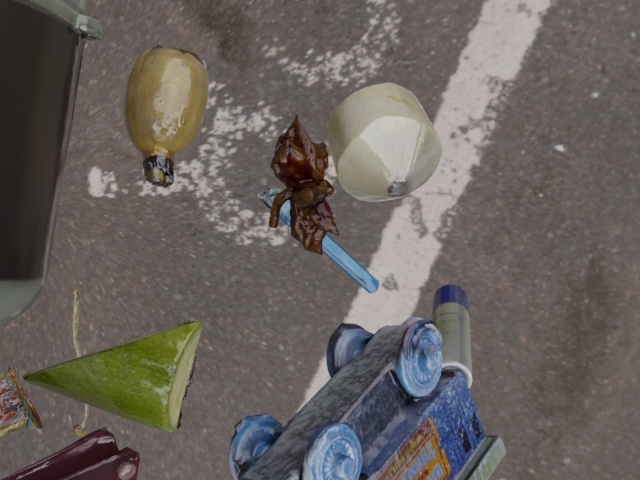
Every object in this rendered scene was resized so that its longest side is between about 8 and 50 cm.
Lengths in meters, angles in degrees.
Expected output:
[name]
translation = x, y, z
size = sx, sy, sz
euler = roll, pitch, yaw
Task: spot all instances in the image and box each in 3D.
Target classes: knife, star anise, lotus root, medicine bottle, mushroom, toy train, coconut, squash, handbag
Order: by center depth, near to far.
[toy train]
translation = 0.044, 0.206, 0.784
size = 0.300, 0.131, 0.201
euler = -37, 112, -43
[handbag]
translation = -0.343, 0.386, 1.125
size = 0.203, 0.074, 0.216
euler = -17, 123, -49
[squash]
translation = -0.308, 0.161, 1.168
size = 0.252, 0.093, 0.169
euler = 16, 94, 12
[medicine bottle]
translation = 0.193, 0.141, 1.229
size = 0.059, 0.231, 0.059
euler = 4, 115, 8
[star anise]
translation = -0.026, -0.091, 1.329
size = 0.111, 0.196, 0.212
euler = 1, 79, -5
[mushroom]
translation = -0.437, 0.225, 1.508
size = 0.026, 0.028, 0.286
euler = 6, 103, 9
[coconut]
translation = 0.117, -0.170, 1.526
size = 0.202, 0.202, 0.221
euler = -1, 49, -20
[knife]
translation = -0.001, 0.001, 1.567
size = 0.296, 0.026, 0.044
euler = 43, 59, -11
[lotus root]
translation = -0.328, -0.260, 1.739
size = 0.183, 0.183, 0.309
euler = 10, 79, -20

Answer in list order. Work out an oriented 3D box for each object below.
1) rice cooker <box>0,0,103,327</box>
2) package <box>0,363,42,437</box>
[rice cooker]
translation = -0.343, -0.110, 0.591
size = 0.335, 0.335, 0.325
euler = 8, 92, -20
[package]
translation = -0.473, 0.242, 1.181
size = 0.121, 0.031, 0.108
euler = -20, 73, -31
